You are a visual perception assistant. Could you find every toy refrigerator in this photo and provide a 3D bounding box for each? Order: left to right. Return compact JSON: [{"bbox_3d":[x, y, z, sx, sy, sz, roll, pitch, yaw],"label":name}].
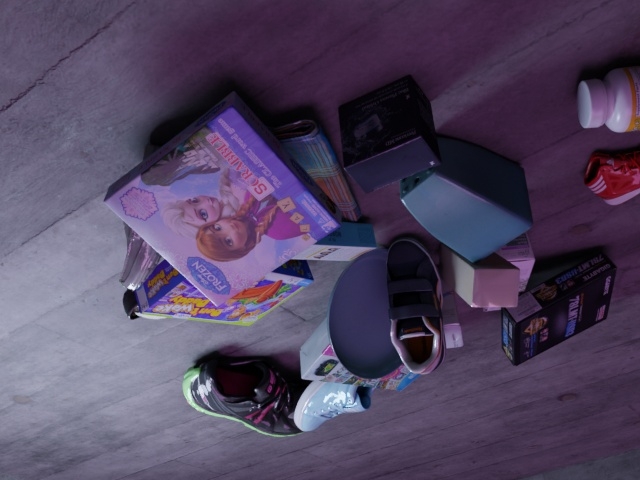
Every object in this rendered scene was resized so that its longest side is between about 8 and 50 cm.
[{"bbox_3d":[0.350,0.076,1.709,0.102,0.269,0.094,0,101,-7],"label":"toy refrigerator"}]

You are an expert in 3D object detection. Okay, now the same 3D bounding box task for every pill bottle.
[{"bbox_3d":[0.582,-0.258,1.377,0.209,0.117,0.117,-6,145,3],"label":"pill bottle"}]

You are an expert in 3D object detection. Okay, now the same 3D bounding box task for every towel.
[{"bbox_3d":[-0.081,-0.104,1.567,0.272,0.040,0.370,-13,150,10],"label":"towel"}]

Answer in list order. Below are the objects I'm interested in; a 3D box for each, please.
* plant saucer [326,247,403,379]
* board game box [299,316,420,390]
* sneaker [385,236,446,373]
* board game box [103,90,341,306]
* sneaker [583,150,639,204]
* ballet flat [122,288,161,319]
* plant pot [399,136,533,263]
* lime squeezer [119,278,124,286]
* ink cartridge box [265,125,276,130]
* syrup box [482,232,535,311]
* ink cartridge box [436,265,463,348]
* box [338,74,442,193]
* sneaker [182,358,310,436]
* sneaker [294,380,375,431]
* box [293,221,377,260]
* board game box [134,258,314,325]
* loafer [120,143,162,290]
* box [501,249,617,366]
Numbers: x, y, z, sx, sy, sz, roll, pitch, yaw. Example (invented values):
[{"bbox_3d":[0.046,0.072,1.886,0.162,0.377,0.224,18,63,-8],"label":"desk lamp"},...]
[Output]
[{"bbox_3d":[0.130,0.175,1.836,0.318,0.317,0.044,28,167,-37],"label":"plant saucer"},{"bbox_3d":[0.127,0.298,2.009,0.304,0.097,0.224,11,143,-21],"label":"board game box"},{"bbox_3d":[0.220,0.153,1.759,0.126,0.320,0.127,-14,-179,23],"label":"sneaker"},{"bbox_3d":[-0.180,-0.065,1.432,0.318,0.066,0.318,-34,118,19],"label":"board game box"},{"bbox_3d":[0.645,-0.153,1.561,0.128,0.087,0.221,20,138,-31],"label":"sneaker"},{"bbox_3d":[-0.359,0.147,1.889,0.281,0.096,0.095,-13,145,13],"label":"ballet flat"},{"bbox_3d":[0.283,-0.099,1.550,0.234,0.165,0.165,27,135,-26],"label":"plant pot"},{"bbox_3d":[-0.328,-0.029,1.633,0.310,0.110,0.059,-34,-177,-2],"label":"lime squeezer"},{"bbox_3d":[-0.105,-0.179,1.506,0.063,0.029,0.115,5,148,-14],"label":"ink cartridge box"},{"bbox_3d":[0.448,0.075,1.856,0.093,0.096,0.236,-6,144,-1],"label":"syrup box"},{"bbox_3d":[0.306,0.168,1.908,0.073,0.175,0.127,-10,144,8],"label":"ink cartridge box"},{"bbox_3d":[0.125,-0.194,1.393,0.156,0.158,0.093,-21,141,23],"label":"box"},{"bbox_3d":[-0.170,0.469,2.290,0.483,0.185,0.202,16,144,-28],"label":"sneaker"},{"bbox_3d":[0.063,0.458,2.215,0.135,0.150,0.366,20,117,-42],"label":"sneaker"},{"bbox_3d":[0.000,0.000,1.672,0.244,0.060,0.101,4,158,-40],"label":"box"},{"bbox_3d":[-0.215,0.096,1.741,0.233,0.078,0.347,-36,151,28],"label":"board game box"},{"bbox_3d":[-0.353,-0.047,1.544,0.112,0.112,0.319,24,109,-2],"label":"loafer"},{"bbox_3d":[0.609,0.184,1.958,0.293,0.073,0.295,-26,147,-2],"label":"box"}]
